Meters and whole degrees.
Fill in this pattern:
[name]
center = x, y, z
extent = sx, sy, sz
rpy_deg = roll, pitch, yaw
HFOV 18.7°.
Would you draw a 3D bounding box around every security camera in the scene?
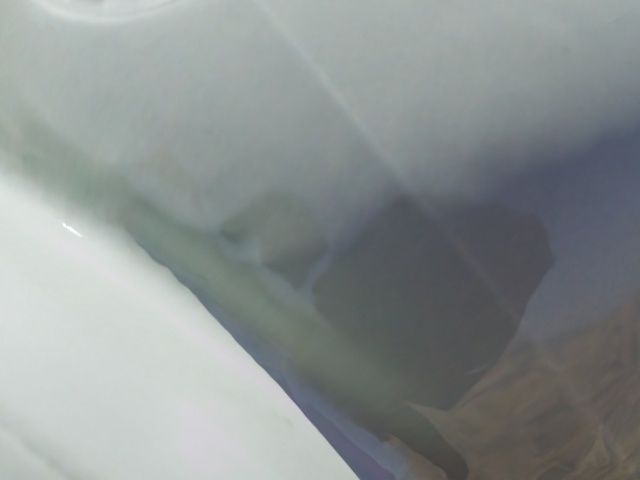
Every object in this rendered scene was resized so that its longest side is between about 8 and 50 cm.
[security camera]
center = 0.000, 0.000, 0.410
extent = 0.194, 0.194, 0.236
rpy_deg = 34, 80, 13
